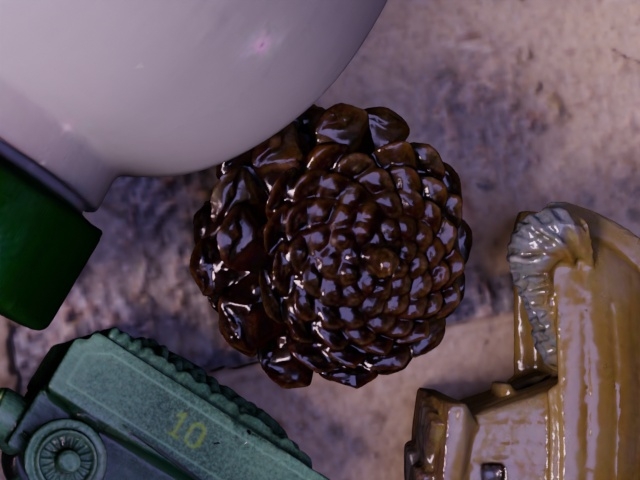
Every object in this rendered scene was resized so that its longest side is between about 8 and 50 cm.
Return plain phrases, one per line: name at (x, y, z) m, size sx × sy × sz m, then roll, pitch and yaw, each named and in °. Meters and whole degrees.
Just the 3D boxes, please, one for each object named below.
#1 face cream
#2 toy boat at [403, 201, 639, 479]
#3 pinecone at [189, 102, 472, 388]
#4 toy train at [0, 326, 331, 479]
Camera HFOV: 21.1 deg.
face cream at (-0.116, -0.163, 0.727) m, size 0.312 × 0.219 × 0.357 m, roll 32°, pitch 82°, yaw -11°
toy boat at (0.100, 0.140, 0.875) m, size 0.121 × 0.089 × 0.321 m, roll 7°, pitch 90°, yaw -13°
pinecone at (0.000, 0.002, 0.821) m, size 0.140 × 0.121 × 0.140 m, roll 1°, pitch 88°, yaw -22°
toy train at (-0.077, 0.107, 0.826) m, size 0.172 × 0.070 × 0.099 m, roll 35°, pitch 73°, yaw -15°
